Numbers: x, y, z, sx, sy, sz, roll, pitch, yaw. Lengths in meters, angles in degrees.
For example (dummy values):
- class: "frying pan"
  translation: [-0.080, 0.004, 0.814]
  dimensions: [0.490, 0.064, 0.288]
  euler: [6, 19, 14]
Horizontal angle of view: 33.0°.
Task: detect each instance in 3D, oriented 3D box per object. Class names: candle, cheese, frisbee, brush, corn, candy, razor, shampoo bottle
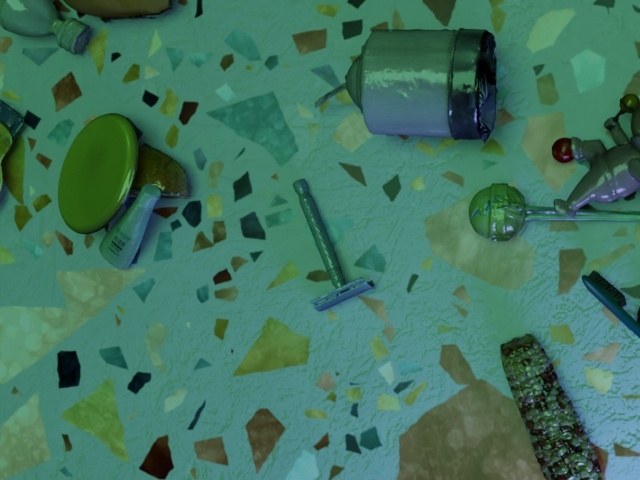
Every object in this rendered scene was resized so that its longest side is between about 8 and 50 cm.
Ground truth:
- class: "candle"
  translation: [0.137, -0.261, 1.805]
  dimensions: [0.330, 0.187, 0.187]
  euler: [4, 90, 18]
- class: "cheese"
  translation: [-0.676, -0.147, 2.102]
  dimensions: [0.177, 0.069, 0.270]
  euler: [36, 96, 14]
- class: "frisbee"
  translation: [-0.415, -0.125, 1.991]
  dimensions: [0.236, 0.017, 0.236]
  euler: [-17, 64, 40]
- class: "brush"
  translation: [0.487, 0.111, 1.724]
  dimensions: [0.032, 0.043, 0.193]
  euler: [-36, 47, -6]
- class: "corn"
  translation: [0.374, 0.288, 1.765]
  dimensions: [0.092, 0.092, 0.281]
  euler: [-24, 80, 15]
- class: "candy"
  translation: [0.413, -0.042, 1.778]
  dimensions: [0.335, 0.092, 0.093]
  euler: [3, 53, 9]
- class: "razor"
  translation: [0.000, 0.000, 1.904]
  dimensions: [0.106, 0.068, 0.232]
  euler: [-26, 77, 14]
- class: "shampoo bottle"
  translation: [-0.343, -0.028, 1.972]
  dimensions: [0.069, 0.041, 0.191]
  euler: [44, 127, 8]

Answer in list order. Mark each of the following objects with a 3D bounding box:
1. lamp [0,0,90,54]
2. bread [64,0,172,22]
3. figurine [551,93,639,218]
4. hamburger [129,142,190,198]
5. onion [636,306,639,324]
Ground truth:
- class: "lamp"
  translation: [-0.531, -0.421, 2.054]
  dimensions: [0.193, 0.106, 0.106]
  euler: [31, 97, 6]
- class: "bread"
  translation: [-0.395, -0.504, 1.983]
  dimensions: [0.262, 0.162, 0.204]
  euler: [7, 102, 31]
- class: "figurine"
  translation: [0.503, -0.137, 1.702]
  dimensions: [0.287, 0.176, 0.186]
  euler: [-13, 98, 26]
- class: "hamburger"
  translation: [-0.326, -0.130, 1.986]
  dimensions: [0.176, 0.087, 0.102]
  euler: [4, 91, 19]
- class: "onion"
  translation: [0.638, 0.159, 1.676]
  dimensions: [0.227, 0.120, 0.283]
  euler: [-42, 78, 17]
